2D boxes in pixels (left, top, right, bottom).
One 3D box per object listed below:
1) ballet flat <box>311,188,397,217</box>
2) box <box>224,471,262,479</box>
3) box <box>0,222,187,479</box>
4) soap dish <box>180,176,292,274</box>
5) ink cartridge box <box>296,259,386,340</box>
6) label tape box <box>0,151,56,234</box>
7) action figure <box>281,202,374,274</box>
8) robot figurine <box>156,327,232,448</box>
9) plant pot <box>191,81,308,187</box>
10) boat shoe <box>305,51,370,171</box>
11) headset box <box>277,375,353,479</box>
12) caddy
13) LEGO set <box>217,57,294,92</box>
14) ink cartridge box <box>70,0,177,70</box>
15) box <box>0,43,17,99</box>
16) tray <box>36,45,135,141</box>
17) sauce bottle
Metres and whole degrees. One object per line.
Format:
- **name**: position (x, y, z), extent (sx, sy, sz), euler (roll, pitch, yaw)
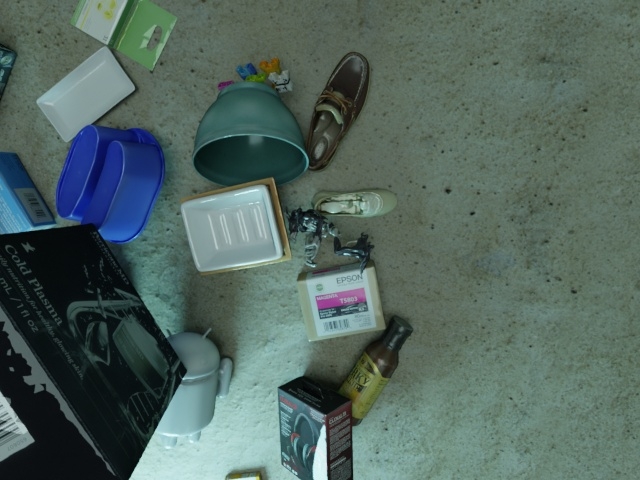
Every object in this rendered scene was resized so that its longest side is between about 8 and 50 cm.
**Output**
- **ballet flat**: position (0.096, -0.101, 1.186), extent (0.248, 0.086, 0.086), euler (-3, 99, 4)
- **box**: position (-0.259, 0.818, 1.389), extent (0.136, 0.028, 0.081), euler (-9, 99, 8)
- **box**: position (-0.569, 0.245, 0.869), extent (0.297, 0.472, 0.480), euler (-30, 98, -4)
- **soap dish**: position (-0.230, -0.038, 1.178), extent (0.290, 0.118, 0.229), euler (-10, 99, 16)
- **ink cartridge box**: position (0.061, 0.177, 1.231), extent (0.234, 0.088, 0.193), euler (-11, 100, 6)
- **label tape box**: position (-1.018, -0.074, 1.248), extent (0.347, 0.115, 0.249), euler (-27, 96, 10)
- **action figure**: position (0.000, 0.000, 1.134), extent (0.275, 0.164, 0.141), euler (25, 81, 11)
- **robot figurine**: position (-0.409, 0.427, 1.244), extent (0.299, 0.199, 0.354), euler (2, 102, -37)
- **plant pot**: position (-0.184, -0.282, 1.094), extent (0.292, 0.293, 0.196), euler (-7, 72, 5)
- **boat shoe**: position (0.040, -0.345, 1.127), extent (0.123, 0.123, 0.342), euler (27, 100, -1)
- **headset box**: position (-0.017, 0.556, 1.232), extent (0.218, 0.110, 0.293), euler (9, 104, 46)
- **caddy**: position (-0.574, -0.157, 1.175), extent (0.241, 0.179, 0.341), euler (32, 102, 22)
- **LEGO set**: position (-0.154, -0.429, 1.145), extent (0.227, 0.093, 0.087), euler (3, 63, 29)
- **ink cartridge box**: position (-0.543, -0.610, 1.157), extent (0.235, 0.056, 0.171), euler (31, 99, 0)
- **box**: position (-0.985, -0.495, 1.190), extent (0.147, 0.077, 0.180), euler (28, 100, -1)
- **tray**: position (-0.672, -0.418, 1.208), extent (0.270, 0.030, 0.145), euler (-33, 95, 8)
- **sauce bottle**: position (0.158, 0.386, 1.250), extent (0.111, 0.111, 0.344), euler (29, 98, -1)
